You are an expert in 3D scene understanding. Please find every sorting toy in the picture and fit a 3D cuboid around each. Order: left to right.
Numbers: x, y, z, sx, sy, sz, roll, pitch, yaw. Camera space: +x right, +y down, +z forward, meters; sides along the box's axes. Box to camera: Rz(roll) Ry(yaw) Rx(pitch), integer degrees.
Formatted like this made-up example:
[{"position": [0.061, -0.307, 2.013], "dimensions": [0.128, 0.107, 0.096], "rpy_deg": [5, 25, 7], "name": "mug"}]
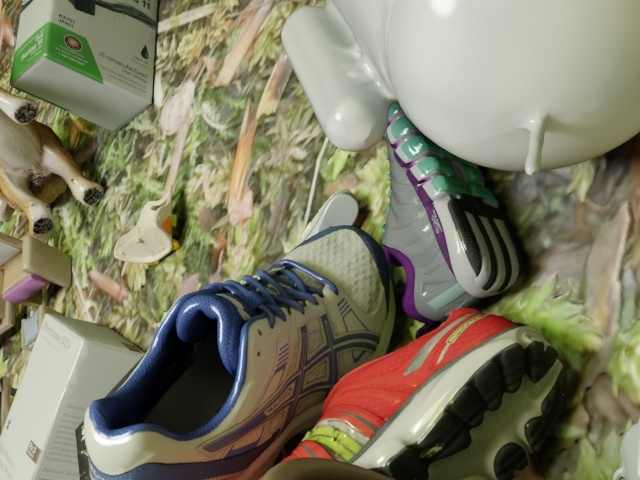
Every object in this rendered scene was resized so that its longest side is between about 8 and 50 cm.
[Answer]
[{"position": [-0.177, -0.021, 1.050], "dimensions": [0.083, 0.045, 0.075], "rpy_deg": [-31, 43, 41], "name": "sorting toy"}]

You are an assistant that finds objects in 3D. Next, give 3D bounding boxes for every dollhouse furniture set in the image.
[{"position": [-0.461, 0.170, 1.156], "dimensions": [0.286, 0.198, 0.303], "rpy_deg": [-32, 50, 29], "name": "dollhouse furniture set"}]

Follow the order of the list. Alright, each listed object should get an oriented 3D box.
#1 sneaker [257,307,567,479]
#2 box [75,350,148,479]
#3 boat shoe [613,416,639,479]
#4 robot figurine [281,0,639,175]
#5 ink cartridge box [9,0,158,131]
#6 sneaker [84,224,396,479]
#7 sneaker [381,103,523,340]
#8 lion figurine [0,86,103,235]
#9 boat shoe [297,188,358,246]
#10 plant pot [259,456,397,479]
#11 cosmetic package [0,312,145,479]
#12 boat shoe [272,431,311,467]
[{"position": [0.024, 0.143, 0.606], "dimensions": [0.279, 0.107, 0.118], "rpy_deg": [-34, 25, -10], "name": "sneaker"}, {"position": [-0.137, 0.191, 0.878], "dimensions": [0.231, 0.056, 0.183], "rpy_deg": [-45, 42, 30], "name": "box"}, {"position": [0.192, 0.108, 0.484], "dimensions": [0.081, 0.079, 0.227], "rpy_deg": [-14, 57, 59], "name": "boat shoe"}, {"position": [0.108, -0.182, 0.615], "dimensions": [0.300, 0.200, 0.353], "rpy_deg": [-39, 45, 15], "name": "robot figurine"}, {"position": [-0.288, -0.264, 1.212], "dimensions": [0.087, 0.153, 0.208], "rpy_deg": [-28, 54, 39], "name": "ink cartridge box"}, {"position": [-0.038, 0.071, 0.654], "dimensions": [0.112, 0.131, 0.296], "rpy_deg": [18, 48, 25], "name": "sneaker"}, {"position": [0.066, -0.041, 0.710], "dimensions": [0.098, 0.083, 0.223], "rpy_deg": [-45, 43, 37], "name": "sneaker"}, {"position": [-0.410, -0.143, 1.191], "dimensions": [0.142, 0.392, 0.240], "rpy_deg": [-38, 55, -15], "name": "lion figurine"}, {"position": [0.000, 0.000, 0.818], "dimensions": [0.100, 0.035, 0.035], "rpy_deg": [-62, 9, 16], "name": "boat shoe"}, {"position": [0.022, 0.266, 0.437], "dimensions": [0.229, 0.263, 0.263], "rpy_deg": [-56, 37, 6], "name": "plant pot"}, {"position": [-0.276, 0.204, 1.030], "dimensions": [0.117, 0.085, 0.231], "rpy_deg": [18, 89, 54], "name": "cosmetic package"}, {"position": [-0.006, 0.246, 0.650], "dimensions": [0.120, 0.122, 0.324], "rpy_deg": [-12, 52, 14], "name": "boat shoe"}]
